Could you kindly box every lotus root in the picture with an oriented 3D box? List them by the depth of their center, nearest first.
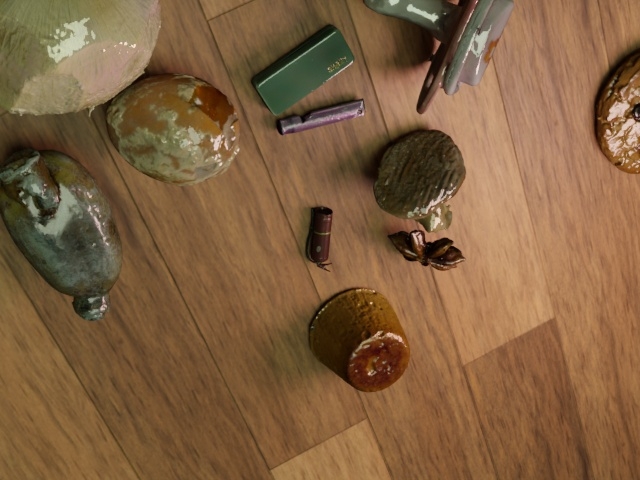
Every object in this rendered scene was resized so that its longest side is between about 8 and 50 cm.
[{"bbox_3d":[-0.440,-0.016,1.748,0.175,0.175,0.349,-25,127,-10],"label":"lotus root"}]

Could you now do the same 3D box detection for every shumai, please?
[{"bbox_3d":[0.196,-0.106,1.996,0.209,0.161,0.153,-59,159,-23],"label":"shumai"}]

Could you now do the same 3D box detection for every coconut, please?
[{"bbox_3d":[-0.390,-0.341,1.513,0.297,0.297,0.254,6,157,-26],"label":"coconut"}]

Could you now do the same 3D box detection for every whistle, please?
[{"bbox_3d":[0.003,-0.231,1.897,0.177,0.033,0.033,-16,121,-16],"label":"whistle"}]

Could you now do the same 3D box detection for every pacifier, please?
[{"bbox_3d":[0.222,-0.389,1.808,0.220,0.273,0.332,1,117,-54],"label":"pacifier"}]

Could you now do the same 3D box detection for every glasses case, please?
[{"bbox_3d":[-0.031,-0.309,1.836,0.184,0.039,0.077,-36,124,-3],"label":"glasses case"}]

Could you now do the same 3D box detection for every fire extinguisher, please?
[{"bbox_3d":[0.000,0.000,2.013,0.056,0.039,0.132,10,117,8],"label":"fire extinguisher"}]

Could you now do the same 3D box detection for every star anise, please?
[{"bbox_3d":[0.215,0.020,2.055,0.168,0.168,0.057,22,80,-31],"label":"star anise"}]

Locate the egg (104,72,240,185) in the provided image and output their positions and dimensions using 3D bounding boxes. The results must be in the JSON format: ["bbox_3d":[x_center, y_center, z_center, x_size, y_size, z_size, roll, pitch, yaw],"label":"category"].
[{"bbox_3d":[-0.248,-0.190,1.717,0.233,0.195,0.195,21,107,-17],"label":"egg"}]

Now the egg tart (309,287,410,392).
[{"bbox_3d":[0.088,0.217,2.100,0.203,0.147,0.202,-9,118,-17],"label":"egg tart"}]

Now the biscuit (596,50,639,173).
[{"bbox_3d":[0.714,-0.274,2.156,0.296,0.075,0.295,-10,120,-18],"label":"biscuit"}]
